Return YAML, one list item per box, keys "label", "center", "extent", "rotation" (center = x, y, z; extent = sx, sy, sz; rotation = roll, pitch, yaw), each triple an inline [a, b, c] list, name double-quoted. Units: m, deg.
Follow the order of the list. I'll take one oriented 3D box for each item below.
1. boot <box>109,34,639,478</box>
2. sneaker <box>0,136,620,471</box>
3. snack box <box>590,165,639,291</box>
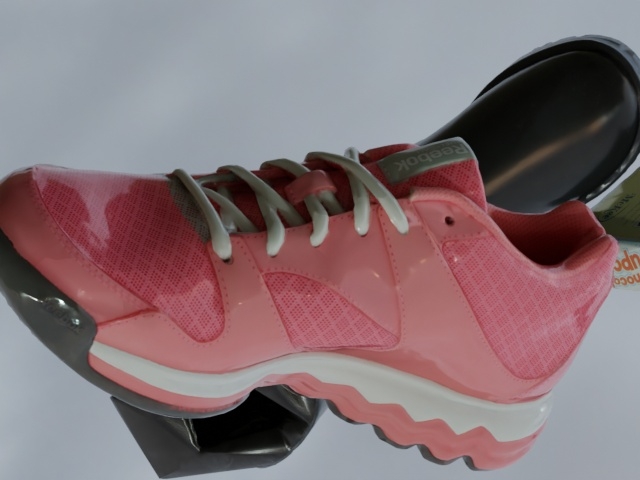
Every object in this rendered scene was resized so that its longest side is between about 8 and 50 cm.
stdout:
- label: "boot"
  center: [0.065, 0.012, 1.622]
  extent: [0.367, 0.146, 0.445]
  rotation: [-35, -178, 40]
- label: "sneaker"
  center: [0.000, 0.000, 0.817]
  extent: [0.136, 0.314, 0.116]
  rotation: [-56, -139, 24]
- label: "snack box"
  center: [0.393, -0.052, 1.767]
  extent: [0.187, 0.060, 0.322]
  rotation: [6, -146, 44]
